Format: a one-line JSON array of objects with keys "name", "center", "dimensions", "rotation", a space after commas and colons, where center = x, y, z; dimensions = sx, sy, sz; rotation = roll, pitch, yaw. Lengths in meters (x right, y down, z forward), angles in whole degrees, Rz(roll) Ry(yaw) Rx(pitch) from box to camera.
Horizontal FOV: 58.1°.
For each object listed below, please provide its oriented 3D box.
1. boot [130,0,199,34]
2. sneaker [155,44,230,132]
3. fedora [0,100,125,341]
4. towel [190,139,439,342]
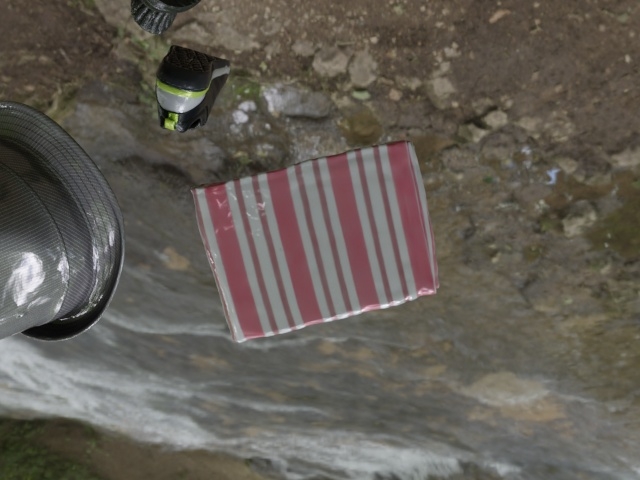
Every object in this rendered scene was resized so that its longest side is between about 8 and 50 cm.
[{"name": "boot", "center": [-0.339, -0.533, 1.229], "dimensions": [0.260, 0.348, 0.131], "rotation": [-25, 122, 37]}, {"name": "sneaker", "center": [-0.184, -0.205, 0.789], "dimensions": [0.084, 0.234, 0.097], "rotation": [15, 113, -4]}, {"name": "fedora", "center": [-0.330, 0.010, 0.557], "dimensions": [0.275, 0.124, 0.243], "rotation": [-35, 95, 36]}, {"name": "towel", "center": [0.000, 0.000, 0.504], "dimensions": [0.197, 0.144, 0.029], "rotation": [-13, -169, -5]}]
